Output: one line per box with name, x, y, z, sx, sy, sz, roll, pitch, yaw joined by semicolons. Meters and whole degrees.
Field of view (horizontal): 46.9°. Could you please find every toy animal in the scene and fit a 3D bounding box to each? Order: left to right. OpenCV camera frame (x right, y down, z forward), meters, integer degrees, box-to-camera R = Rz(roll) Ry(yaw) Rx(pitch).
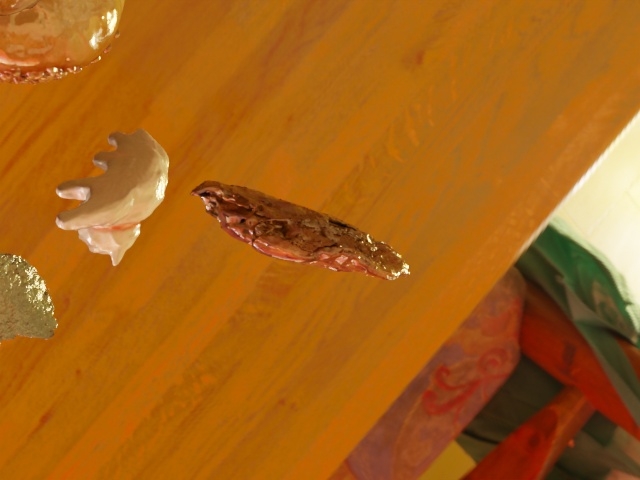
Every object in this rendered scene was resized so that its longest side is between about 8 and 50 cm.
toy animal;-0.462;-0.107;1.722;0.266;0.308;0.188;-25;131;-6

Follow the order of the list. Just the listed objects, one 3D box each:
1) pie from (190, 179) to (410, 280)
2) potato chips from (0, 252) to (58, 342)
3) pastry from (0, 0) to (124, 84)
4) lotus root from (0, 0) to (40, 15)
pie;0.000;0.000;0.467;0.170;0.092;0.034;18;101;-34
potato chips;-0.572;0.103;1.288;0.228;0.059;0.167;-4;102;-42
pastry;-0.587;-0.462;1.462;0.410;0.409;0.245;-15;136;-20
lotus root;-0.426;-0.417;0.899;0.316;0.316;0.250;30;91;-33
